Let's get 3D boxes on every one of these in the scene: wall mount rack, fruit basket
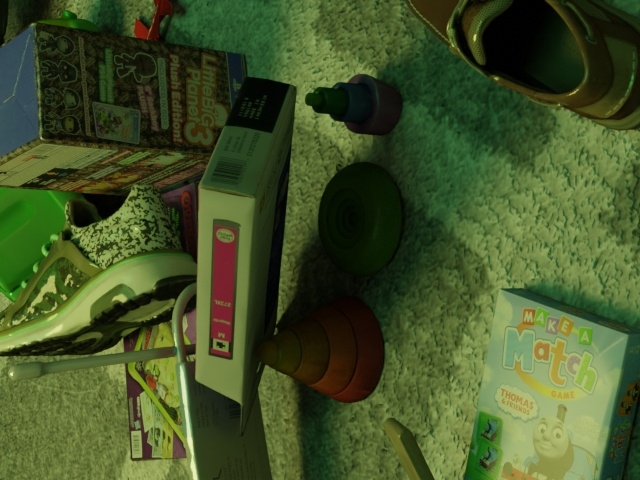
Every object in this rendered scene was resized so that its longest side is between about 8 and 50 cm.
[{"bbox_3d":[-0.179,0.229,1.440,0.130,0.304,0.350,-15,81,40],"label":"wall mount rack"},{"bbox_3d":[-0.417,-0.132,1.861,0.392,0.283,0.392,-19,40,17],"label":"fruit basket"}]

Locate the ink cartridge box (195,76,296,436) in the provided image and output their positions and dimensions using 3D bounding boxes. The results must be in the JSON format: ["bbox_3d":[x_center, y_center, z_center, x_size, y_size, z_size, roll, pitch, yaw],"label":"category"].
[{"bbox_3d":[-0.081,0.026,1.356,0.176,0.069,0.371,-74,-9,-45],"label":"ink cartridge box"}]

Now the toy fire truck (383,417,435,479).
[{"bbox_3d":[0.064,0.296,1.287,0.217,0.158,0.246,22,94,50],"label":"toy fire truck"}]

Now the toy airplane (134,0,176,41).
[{"bbox_3d":[-0.225,-0.282,1.747,0.151,0.028,0.151,-4,85,52],"label":"toy airplane"}]

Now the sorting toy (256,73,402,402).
[{"bbox_3d":[0.000,0.000,1.380,0.127,0.126,0.366,17,103,50],"label":"sorting toy"}]

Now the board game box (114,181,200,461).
[{"bbox_3d":[-0.192,0.113,1.680,0.208,0.056,0.347,-15,77,54],"label":"board game box"}]

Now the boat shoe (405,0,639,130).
[{"bbox_3d":[0.176,-0.203,1.172,0.324,0.116,0.123,36,116,46],"label":"boat shoe"}]

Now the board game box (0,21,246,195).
[{"bbox_3d":[-0.271,-0.152,1.589,0.232,0.291,0.141,-17,75,49],"label":"board game box"}]

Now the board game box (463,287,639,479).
[{"bbox_3d":[0.212,0.165,1.177,0.160,0.039,0.212,20,104,50],"label":"board game box"}]

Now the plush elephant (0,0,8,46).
[{"bbox_3d":[-0.620,-0.352,1.971,0.330,0.255,0.272,-72,-12,-80],"label":"plush elephant"}]

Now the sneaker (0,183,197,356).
[{"bbox_3d":[-0.311,0.043,1.665,0.410,0.158,0.182,-21,71,34],"label":"sneaker"}]
